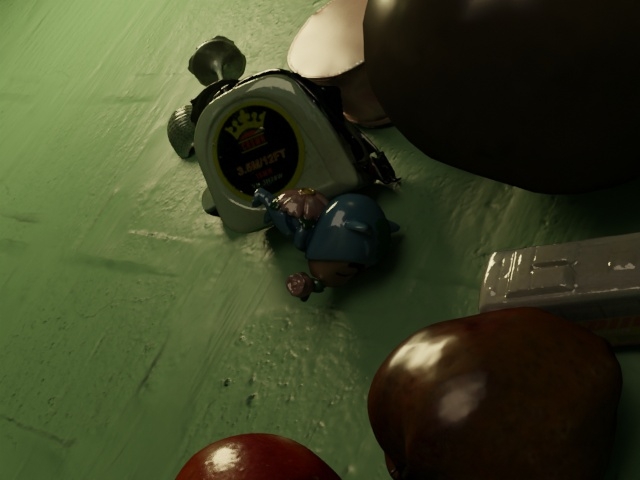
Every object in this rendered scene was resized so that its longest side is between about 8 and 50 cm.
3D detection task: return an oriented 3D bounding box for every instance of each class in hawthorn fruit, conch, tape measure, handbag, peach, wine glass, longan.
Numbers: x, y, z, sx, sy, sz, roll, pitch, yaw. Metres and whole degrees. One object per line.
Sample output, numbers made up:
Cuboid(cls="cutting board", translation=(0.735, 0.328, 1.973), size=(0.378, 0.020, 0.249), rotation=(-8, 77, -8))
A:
Cuboid(cls="hawthorn fruit", translation=(0.170, 0.151, 0.879), size=(0.248, 0.208, 0.208), rotation=(-30, 33, -25))
Cuboid(cls="conch", translation=(-0.220, -0.180, 1.607), size=(0.076, 0.056, 0.085), rotation=(-29, 38, 36))
Cuboid(cls="tape measure", translation=(-0.039, -0.132, 1.308), size=(0.235, 0.115, 0.207), rotation=(-21, 87, 24))
Cuboid(cls="handbag", translation=(0.064, -0.252, 1.381), size=(0.179, 0.116, 0.205), rotation=(-48, 38, -8))
Cuboid(cls="peach", translation=(-0.060, 0.300, 0.920), size=(0.243, 0.199, 0.244), rotation=(-164, 90, -74))
Cuboid(cls="wine glass", translation=(-0.153, -0.241, 1.560), size=(0.122, 0.122, 0.183), rotation=(-33, 38, 12))
Cuboid(cls="longan", translation=(0.236, -0.225, 1.045), size=(0.404, 0.336, 0.405), rotation=(-4, 33, 3))

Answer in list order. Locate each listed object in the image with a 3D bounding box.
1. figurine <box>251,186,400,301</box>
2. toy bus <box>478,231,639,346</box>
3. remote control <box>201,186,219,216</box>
Cuboid(cls="figurine", translation=(-0.003, 0.003, 1.205), size=(0.178, 0.114, 0.145), rotation=(21, 89, 24))
Cuboid(cls="toy bus", translation=(0.276, 0.049, 0.934), size=(0.268, 0.106, 0.092), rotation=(-9, 48, 35))
Cuboid(cls="remote control", translation=(-0.073, -0.101, 1.417), size=(0.222, 0.042, 0.072), rotation=(-29, 41, 14))
